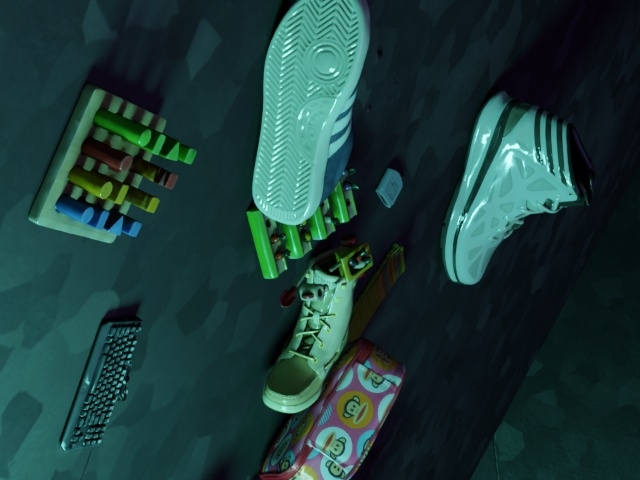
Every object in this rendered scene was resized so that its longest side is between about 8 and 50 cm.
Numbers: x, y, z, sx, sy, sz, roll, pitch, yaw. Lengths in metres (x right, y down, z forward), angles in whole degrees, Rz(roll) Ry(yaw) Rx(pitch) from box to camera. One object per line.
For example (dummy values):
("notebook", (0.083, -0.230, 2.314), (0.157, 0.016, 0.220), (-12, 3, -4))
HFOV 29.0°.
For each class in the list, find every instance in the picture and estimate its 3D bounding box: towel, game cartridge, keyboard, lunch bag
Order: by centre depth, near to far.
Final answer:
("keyboard", (-0.272, 0.184, 1.595), (0.108, 0.023, 0.180), (-1, 115, -66))
("lunch bag", (0.017, 0.320, 2.172), (0.293, 0.120, 0.258), (-57, -173, -19))
("game cartridge", (0.123, -0.096, 2.194), (0.056, 0.017, 0.083), (-58, 157, -9))
("towel", (0.095, 0.121, 2.343), (0.237, 0.021, 0.102), (-56, 155, -22))

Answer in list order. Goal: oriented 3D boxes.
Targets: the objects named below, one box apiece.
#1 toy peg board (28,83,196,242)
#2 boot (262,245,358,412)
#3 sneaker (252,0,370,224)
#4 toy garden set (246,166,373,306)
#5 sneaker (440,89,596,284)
("toy peg board", (-0.221, -0.070, 1.378), (0.160, 0.079, 0.161), (-66, 157, 1))
("boot", (-0.011, 0.142, 2.023), (0.262, 0.095, 0.203), (-47, 153, -51))
("sneaker", (-0.002, -0.198, 1.694), (0.148, 0.131, 0.350), (-42, 154, -57))
("toy garden set", (0.000, 0.000, 1.875), (0.244, 0.049, 0.203), (-39, 122, -48))
("sneaker", (0.410, -0.063, 2.543), (0.169, 0.258, 0.447), (-36, 144, -50))
